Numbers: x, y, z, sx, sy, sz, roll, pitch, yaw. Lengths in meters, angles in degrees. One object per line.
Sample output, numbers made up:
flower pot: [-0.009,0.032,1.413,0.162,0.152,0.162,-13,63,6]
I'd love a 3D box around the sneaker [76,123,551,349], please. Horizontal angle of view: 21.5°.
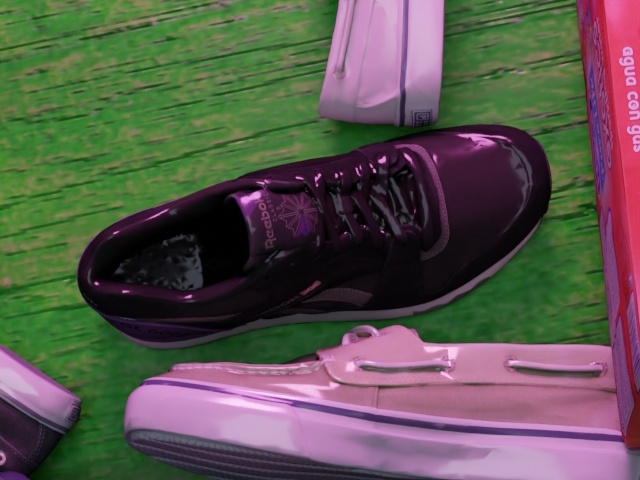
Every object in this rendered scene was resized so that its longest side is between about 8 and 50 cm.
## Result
sneaker: [0.000,0.000,0.976,0.283,0.124,0.107,-18,82,2]

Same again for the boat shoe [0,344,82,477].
boat shoe: [-0.255,0.069,1.017,0.228,0.080,0.076,32,84,1]

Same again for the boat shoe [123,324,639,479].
boat shoe: [0.040,0.098,0.982,0.302,0.109,0.094,6,70,-5]

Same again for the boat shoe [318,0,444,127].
boat shoe: [0.032,-0.197,1.015,0.084,0.095,0.258,0,81,1]

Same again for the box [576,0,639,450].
box: [0.224,-0.048,0.922,0.142,0.154,0.300,-4,68,4]

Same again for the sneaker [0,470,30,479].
sneaker: [-0.060,0.216,0.974,0.319,0.112,0.131,38,71,5]
